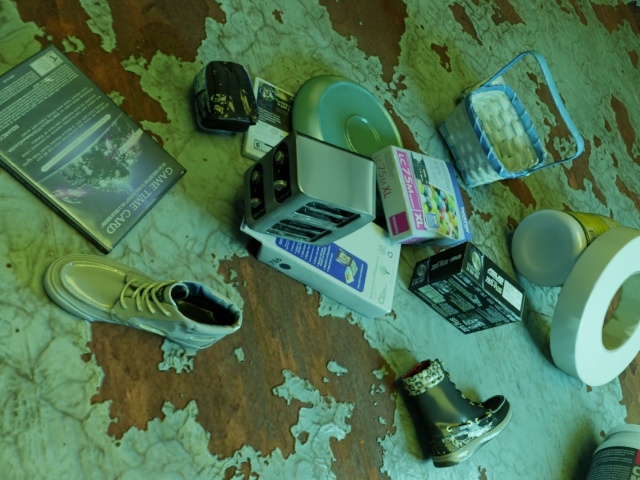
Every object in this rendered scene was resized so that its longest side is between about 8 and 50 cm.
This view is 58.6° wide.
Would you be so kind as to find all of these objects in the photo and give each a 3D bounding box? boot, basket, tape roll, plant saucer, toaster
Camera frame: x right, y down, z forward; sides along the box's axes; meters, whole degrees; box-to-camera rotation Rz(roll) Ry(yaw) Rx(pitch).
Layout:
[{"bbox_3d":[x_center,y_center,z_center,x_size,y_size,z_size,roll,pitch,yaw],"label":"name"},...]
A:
[{"bbox_3d":[0.264,0.300,1.093,0.236,0.085,0.179,-20,82,-41],"label":"boot"},{"bbox_3d":[0.438,-0.268,1.331,0.201,0.289,0.255,-23,89,-31],"label":"basket"},{"bbox_3d":[0.695,0.158,1.358,0.391,0.072,0.393,-13,114,-32],"label":"tape roll"},{"bbox_3d":[-0.233,0.073,0.778,0.258,0.123,0.095,24,58,-28],"label":"boot"},{"bbox_3d":[0.076,-0.203,1.169,0.317,0.043,0.318,19,60,-37],"label":"plant saucer"},{"bbox_3d":[-0.012,-0.075,0.903,0.185,0.168,0.110,14,65,-32],"label":"toaster"}]

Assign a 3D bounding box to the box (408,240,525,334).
[{"bbox_3d":[0.299,0.101,1.162,0.180,0.147,0.078,37,52,-18],"label":"box"}]

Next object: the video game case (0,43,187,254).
[{"bbox_3d":[-0.357,-0.138,0.839,0.274,0.026,0.196,45,50,-15],"label":"video game case"}]

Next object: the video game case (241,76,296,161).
[{"bbox_3d":[-0.056,-0.207,1.103,0.190,0.022,0.173,19,61,-30],"label":"video game case"}]

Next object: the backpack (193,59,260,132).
[{"bbox_3d":[-0.170,-0.247,0.989,0.104,0.084,0.115,-4,79,-39],"label":"backpack"}]

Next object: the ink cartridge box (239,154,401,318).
[{"bbox_3d":[0.000,0.000,1.031,0.332,0.065,0.166,32,55,-25],"label":"ink cartridge box"}]

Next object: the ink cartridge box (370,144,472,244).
[{"bbox_3d":[0.230,-0.085,1.201,0.311,0.065,0.186,4,70,-53],"label":"ink cartridge box"}]

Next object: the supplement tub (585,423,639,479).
[{"bbox_3d":[0.671,0.555,1.226,0.191,0.191,0.272,53,49,-7],"label":"supplement tub"}]

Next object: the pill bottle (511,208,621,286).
[{"bbox_3d":[0.655,0.022,1.445,0.333,0.187,0.188,2,70,-37],"label":"pill bottle"}]

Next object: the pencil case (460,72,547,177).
[{"bbox_3d":[0.482,-0.304,1.501,0.124,0.113,0.273,-36,95,-30],"label":"pencil case"}]
